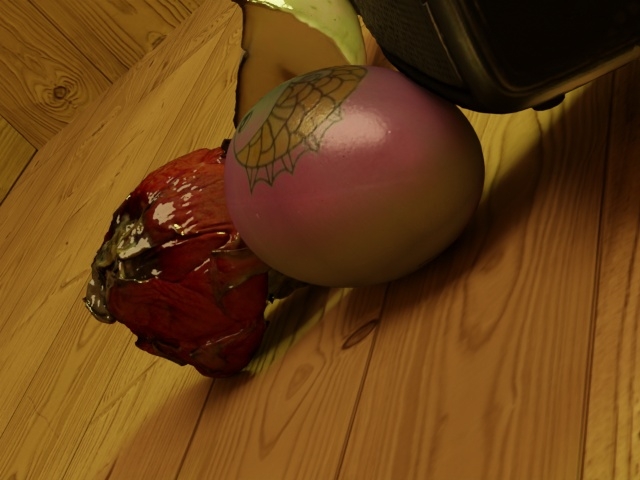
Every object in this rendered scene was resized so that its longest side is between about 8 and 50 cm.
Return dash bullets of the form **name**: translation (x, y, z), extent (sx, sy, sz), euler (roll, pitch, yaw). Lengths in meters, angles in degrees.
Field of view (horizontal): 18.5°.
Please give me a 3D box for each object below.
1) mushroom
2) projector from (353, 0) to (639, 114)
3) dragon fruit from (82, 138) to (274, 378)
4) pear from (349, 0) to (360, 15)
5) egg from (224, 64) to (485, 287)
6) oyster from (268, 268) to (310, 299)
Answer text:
- **mushroom**: translation (-0.006, -0.236, 2.339), extent (0.236, 0.162, 0.173), euler (96, -165, -49)
- **projector**: translation (0.210, -0.284, 1.512), extent (0.395, 0.242, 0.405), euler (-27, 15, -4)
- **dragon fruit**: translation (-0.149, 0.022, 1.834), extent (0.148, 0.218, 0.224), euler (-3, -15, -25)
- **pear**: translation (0.080, -0.375, 2.393), extent (0.269, 0.212, 0.212), euler (-4, 42, 49)
- **egg**: translation (0.033, -0.055, 1.665), extent (0.271, 0.196, 0.196), euler (-5, 40, 46)
- **oyster**: translation (0.003, -0.001, 1.860), extent (0.209, 0.072, 0.133), euler (-24, 8, 4)
